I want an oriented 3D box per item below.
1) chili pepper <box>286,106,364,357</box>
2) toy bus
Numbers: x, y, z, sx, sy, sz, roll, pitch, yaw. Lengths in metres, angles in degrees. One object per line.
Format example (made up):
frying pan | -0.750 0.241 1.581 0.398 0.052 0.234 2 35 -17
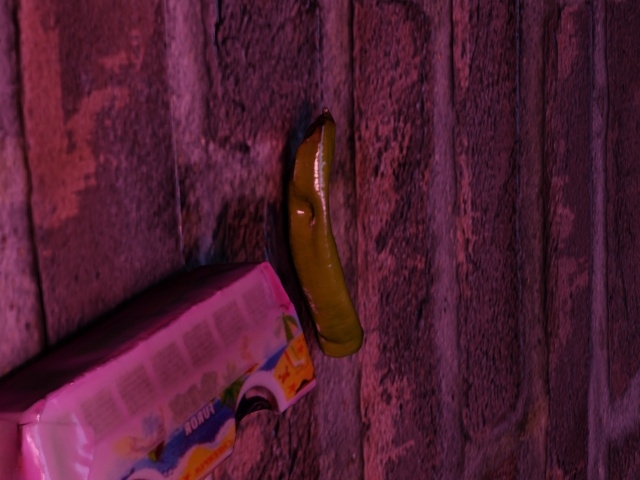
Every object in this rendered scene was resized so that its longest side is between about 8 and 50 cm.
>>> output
chili pepper | 0.000 0.000 1.157 0.052 0.050 0.201 -114 -165 -64
toy bus | -0.113 0.106 0.933 0.274 0.090 0.112 -34 115 -54
